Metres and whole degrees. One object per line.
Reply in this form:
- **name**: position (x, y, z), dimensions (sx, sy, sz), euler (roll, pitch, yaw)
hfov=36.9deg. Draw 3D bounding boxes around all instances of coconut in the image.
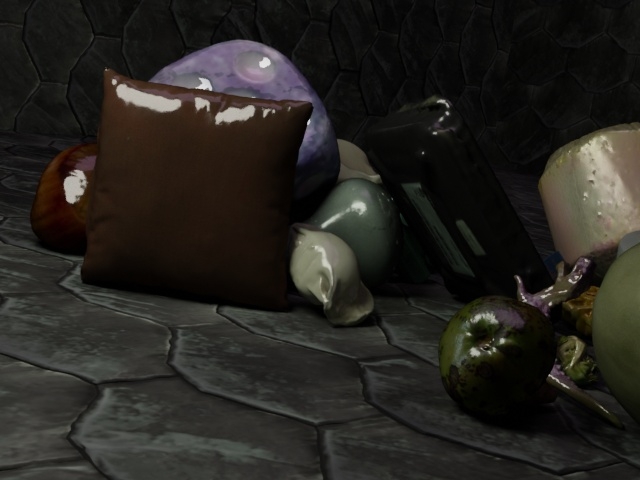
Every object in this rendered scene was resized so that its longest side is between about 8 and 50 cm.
- **coconut**: position (0.580, -0.043, 1.813), dimensions (0.297, 0.310, 0.297), euler (-13, -12, -3)

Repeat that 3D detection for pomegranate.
- **pomegranate**: position (0.210, 0.139, 1.069), dimensions (0.163, 0.138, 0.125), euler (38, -4, -9)

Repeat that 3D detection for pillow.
- **pillow**: position (-0.177, -0.071, 1.363), dimensions (0.305, 0.308, 0.108), euler (8, 7, 2)

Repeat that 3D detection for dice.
- **dice**: position (-0.147, -0.143, 1.592), dimensions (0.271, 0.270, 0.270), euler (-26, -19, -23)

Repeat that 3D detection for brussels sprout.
- **brussels sprout**: position (0.326, 0.153, 1.240), dimensions (0.085, 0.058, 0.085), euler (23, 3, -1)

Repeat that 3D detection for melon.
- **melon**: position (0.431, 0.109, 1.020), dimensions (0.308, 0.272, 0.271), euler (30, 22, 36)

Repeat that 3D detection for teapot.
- **teapot**: position (0.000, 0.000, 1.528), dimensions (0.250, 0.184, 0.183), euler (-10, 18, -28)

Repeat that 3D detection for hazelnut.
- **hazelnut**: position (-0.394, -0.066, 1.587), dimensions (0.177, 0.178, 0.204), euler (9, 43, 7)

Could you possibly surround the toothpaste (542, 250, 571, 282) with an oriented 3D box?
- **toothpaste**: position (0.376, 0.064, 1.629), dimensions (0.066, 0.053, 0.272), euler (-32, -7, 19)

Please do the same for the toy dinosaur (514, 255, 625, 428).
- **toy dinosaur**: position (0.269, 0.132, 1.199), dimensions (0.199, 0.072, 0.251), euler (-18, 33, 29)

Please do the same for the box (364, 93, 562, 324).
- **box**: position (0.203, -0.040, 1.434), dimensions (0.091, 0.359, 0.350), euler (-33, 9, -7)

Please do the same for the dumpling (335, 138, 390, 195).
- **dumpling**: position (0.017, -0.060, 1.888), dimensions (0.395, 0.233, 0.315), euler (-1, -28, 36)

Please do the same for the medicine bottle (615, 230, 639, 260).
- **medicine bottle**: position (0.524, 0.064, 1.399), dimensions (0.161, 0.111, 0.296), euler (8, 12, 7)

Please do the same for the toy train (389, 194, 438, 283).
- **toy train**: position (0.148, 0.000, 1.671), dimensions (0.099, 0.172, 0.070), euler (-36, 22, -8)

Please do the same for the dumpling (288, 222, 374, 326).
- **dumpling**: position (0.023, 0.046, 1.397), dimensions (0.134, 0.100, 0.169), euler (17, 15, -41)

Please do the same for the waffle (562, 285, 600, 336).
- **waffle**: position (0.520, 0.129, 1.487), dimensions (0.309, 0.065, 0.283), euler (22, 19, 40)
